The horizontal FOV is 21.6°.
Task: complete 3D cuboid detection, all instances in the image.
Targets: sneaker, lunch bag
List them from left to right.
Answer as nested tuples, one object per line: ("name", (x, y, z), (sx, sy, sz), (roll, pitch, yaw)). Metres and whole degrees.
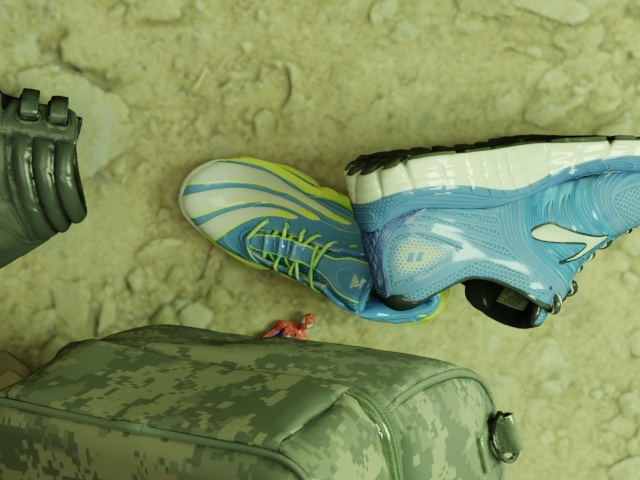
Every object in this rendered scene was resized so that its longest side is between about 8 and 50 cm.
("sneaker", (-0.276, -0.120, 1.341), (0.147, 0.104, 0.295), (-19, 102, -4))
("lunch bag", (-0.043, 0.164, 1.179), (0.305, 0.256, 0.212), (6, 115, 32))
("sneaker", (0.000, 0.000, 1.354), (0.240, 0.126, 0.091), (21, 93, -6))
("sneaker", (0.168, -0.009, 1.333), (0.330, 0.130, 0.147), (-8, 97, -28))

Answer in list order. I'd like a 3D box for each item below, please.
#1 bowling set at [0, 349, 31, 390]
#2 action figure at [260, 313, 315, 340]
("bowling set", (-0.271, 0.169, 1.325), (0.200, 0.287, 0.154), (41, 82, -34))
("action figure", (-0.046, 0.105, 1.411), (0.038, 0.030, 0.115), (43, 89, -1))
